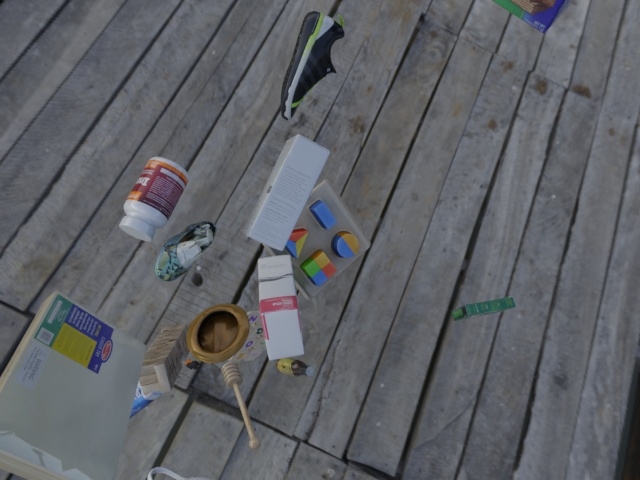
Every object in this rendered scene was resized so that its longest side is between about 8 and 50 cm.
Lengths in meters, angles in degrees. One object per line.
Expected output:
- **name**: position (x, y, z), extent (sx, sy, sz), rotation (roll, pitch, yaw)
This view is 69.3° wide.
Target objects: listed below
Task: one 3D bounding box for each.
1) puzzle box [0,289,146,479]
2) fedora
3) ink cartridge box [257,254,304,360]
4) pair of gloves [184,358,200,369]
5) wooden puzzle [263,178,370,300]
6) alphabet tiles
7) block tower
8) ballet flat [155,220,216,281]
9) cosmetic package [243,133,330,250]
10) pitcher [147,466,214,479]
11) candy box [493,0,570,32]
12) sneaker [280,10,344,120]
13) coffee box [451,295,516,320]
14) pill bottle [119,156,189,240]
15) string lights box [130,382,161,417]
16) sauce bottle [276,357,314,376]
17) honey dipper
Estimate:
- **puzzle box**: position (-0.530, 0.315, 0.997), extent (0.052, 0.408, 0.272), rotation (-38, 119, 14)
- **fedora**: position (-0.283, 0.274, 1.319), extent (0.195, 0.079, 0.194), rotation (-5, 47, 5)
- **ink cartridge box**: position (-0.101, 0.161, 1.158), extent (0.092, 0.158, 0.217), rotation (-9, 34, -6)
- **pair of gloves**: position (-0.349, 0.352, 1.346), extent (0.083, 0.074, 0.010), rotation (-13, 105, -34)
- **wooden puzzle**: position (0.000, 0.000, 1.681), extent (0.348, 0.081, 0.322), rotation (-42, 111, -16)
- **alphabet tiles**: position (-0.190, 0.294, 1.533), extent (0.021, 0.278, 0.284), rotation (45, 109, 31)
- **block tower**: position (-0.492, 0.368, 1.488), extent (0.097, 0.335, 0.090), rotation (-13, 102, -2)
- **ballet flat**: position (-0.247, 0.011, 0.878), extent (0.070, 0.070, 0.188), rotation (20, 29, -3)
- **cosmetic package**: position (-0.075, -0.100, 0.977), extent (0.086, 0.117, 0.230), rotation (24, 88, -16)
- **pitcher**: position (-0.408, 0.754, 1.381), extent (0.207, 0.125, 0.177), rotation (13, 27, -30)
- **candy box**: position (0.309, -0.498, 0.711), extent (0.268, 0.317, 0.122), rotation (39, 97, 10)
- **sneaker**: position (-0.015, -0.347, 0.956), extent (0.097, 0.234, 0.084), rotation (14, 36, -16)
- **coffee box**: position (0.555, 0.233, 1.583), extent (0.184, 0.113, 0.040), rotation (-8, 72, -13)
- **pill bottle**: position (-0.325, -0.080, 0.901), extent (0.086, 0.086, 0.151), rotation (21, 68, -3)
- **string lights box**: position (-0.655, 0.517, 1.503), extent (0.260, 0.076, 0.133), rotation (-38, 69, -5)
- **sauce bottle**: position (-0.064, 0.321, 1.171), extent (0.042, 0.128, 0.042), rotation (5, 81, -36)
- **honey dipper**: position (-0.131, 0.273, 0.768), extent (0.031, 0.030, 0.160), rotation (-18, 45, -14)
